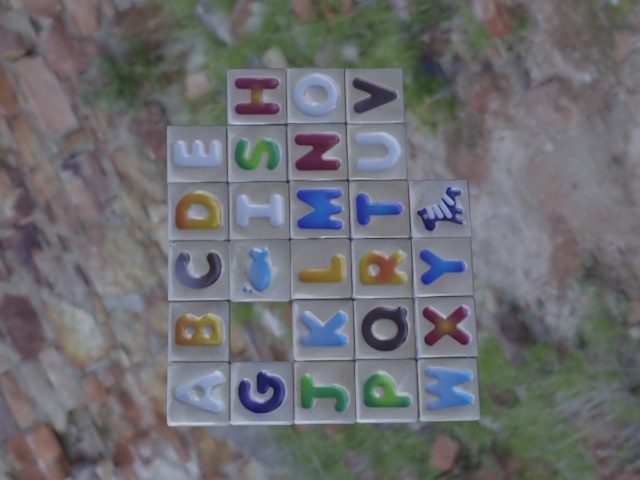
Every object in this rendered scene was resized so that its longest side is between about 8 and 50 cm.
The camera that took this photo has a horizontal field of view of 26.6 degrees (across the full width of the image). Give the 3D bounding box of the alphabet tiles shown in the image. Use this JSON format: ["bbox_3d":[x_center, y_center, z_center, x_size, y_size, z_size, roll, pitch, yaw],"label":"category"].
[{"bbox_3d":[0.000,0.000,0.878,0.009,0.198,0.237,103,166,-76],"label":"alphabet tiles"}]
